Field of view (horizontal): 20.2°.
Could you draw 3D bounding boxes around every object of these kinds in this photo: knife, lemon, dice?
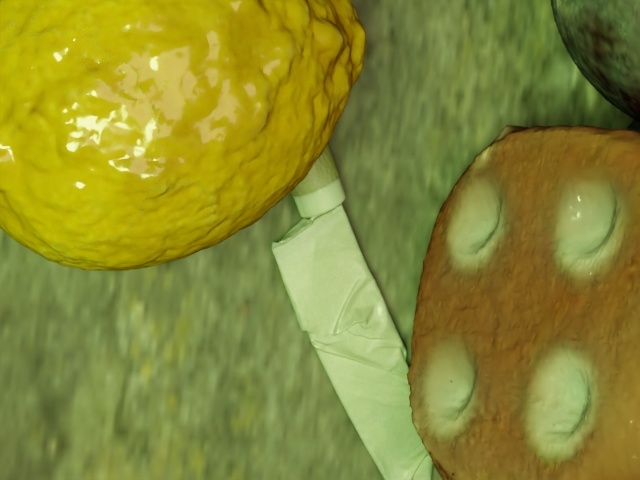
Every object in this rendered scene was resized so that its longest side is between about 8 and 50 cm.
[{"bbox_3d":[-0.001,0.000,0.820,0.047,0.017,0.298,-30,110,-25],"label":"knife"},{"bbox_3d":[-0.064,-0.064,0.712,0.187,0.142,0.142,-24,104,-28],"label":"lemon"},{"bbox_3d":[0.157,0.041,0.814,0.175,0.179,0.174,12,84,-29],"label":"dice"}]

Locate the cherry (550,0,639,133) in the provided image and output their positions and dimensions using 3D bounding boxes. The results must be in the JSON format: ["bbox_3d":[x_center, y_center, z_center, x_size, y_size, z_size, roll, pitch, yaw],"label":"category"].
[{"bbox_3d":[0.201,-0.128,0.830,0.195,0.195,0.195,-1,93,-29],"label":"cherry"}]
